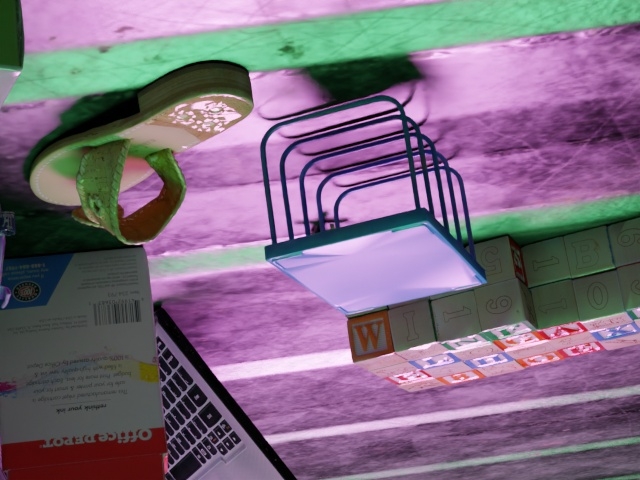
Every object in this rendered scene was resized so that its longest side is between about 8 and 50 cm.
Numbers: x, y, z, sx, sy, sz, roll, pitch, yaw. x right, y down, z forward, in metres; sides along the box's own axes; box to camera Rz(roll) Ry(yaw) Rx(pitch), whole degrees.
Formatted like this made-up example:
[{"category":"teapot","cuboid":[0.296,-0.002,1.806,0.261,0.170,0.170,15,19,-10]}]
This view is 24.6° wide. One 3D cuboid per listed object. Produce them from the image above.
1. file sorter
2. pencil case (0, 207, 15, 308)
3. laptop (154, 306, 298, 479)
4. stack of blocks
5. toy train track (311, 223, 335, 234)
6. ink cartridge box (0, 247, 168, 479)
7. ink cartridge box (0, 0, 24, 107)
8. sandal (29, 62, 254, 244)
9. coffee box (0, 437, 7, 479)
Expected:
[{"category":"file sorter","cuboid":[0.038,-0.023,1.087,0.118,0.104,0.170,-14,160,16]},{"category":"pencil case","cuboid":[-0.328,0.012,1.071,0.206,0.088,0.086,-2,158,-14]},{"category":"laptop","cuboid":[-0.259,0.233,1.524,0.236,0.408,0.382,-37,175,-28]},{"category":"stack of blocks","cuboid":[0.190,0.062,1.414,0.297,0.087,0.171,-14,159,18]},{"category":"toy train track","cuboid":[0.000,0.000,1.280,0.048,0.014,0.083,-12,167,-11]},{"category":"ink cartridge box","cuboid":[-0.201,0.130,1.236,0.134,0.231,0.078,-5,160,-7]},{"category":"ink cartridge box","cuboid":[-0.277,-0.104,0.798,0.209,0.062,0.109,2,159,-25]},{"category":"sandal","cuboid":[-0.129,-0.038,1.017,0.088,0.079,0.240,9,155,-39]},{"category":"coffee box","cuboid":[-0.385,0.325,1.217,0.338,0.338,0.334,-35,149,0]}]
